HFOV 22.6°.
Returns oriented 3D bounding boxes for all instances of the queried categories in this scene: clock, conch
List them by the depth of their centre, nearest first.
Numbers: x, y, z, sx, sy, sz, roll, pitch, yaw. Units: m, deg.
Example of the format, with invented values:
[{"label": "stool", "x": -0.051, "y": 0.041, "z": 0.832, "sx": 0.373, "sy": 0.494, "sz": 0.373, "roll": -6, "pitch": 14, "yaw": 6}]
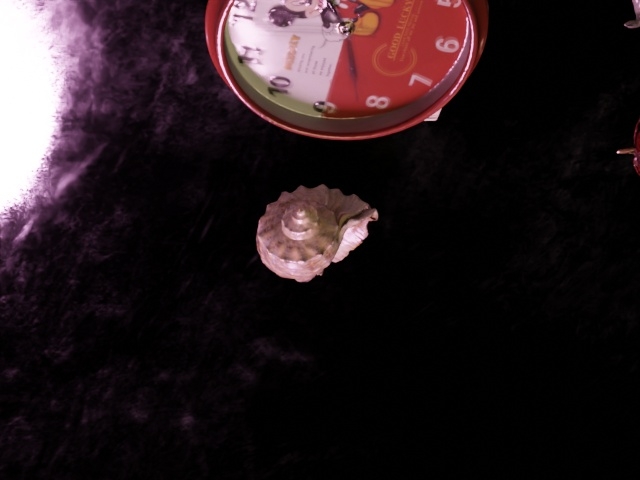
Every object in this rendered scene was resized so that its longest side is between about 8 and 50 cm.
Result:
[{"label": "clock", "x": 0.030, "y": -0.243, "z": 1.800, "sx": 0.319, "sy": 0.080, "sz": 0.318, "roll": 0, "pitch": 138, "yaw": 0}, {"label": "conch", "x": 0.000, "y": 0.000, "z": 2.036, "sx": 0.155, "sy": 0.130, "sz": 0.207, "roll": -7, "pitch": 154, "yaw": 6}]

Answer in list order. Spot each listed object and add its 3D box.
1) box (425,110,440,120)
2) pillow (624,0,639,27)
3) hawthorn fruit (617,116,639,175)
[{"label": "box", "x": 0.111, "y": -0.222, "z": 1.908, "sx": 0.109, "sy": 0.029, "sz": 0.198, "roll": -2, "pitch": 136, "yaw": -18}, {"label": "pillow", "x": 0.401, "y": -0.361, "z": 1.841, "sx": 0.169, "sy": 0.059, "sz": 0.255, "roll": -23, "pitch": 137, "yaw": 6}, {"label": "hawthorn fruit", "x": 0.470, "y": -0.126, "z": 2.074, "sx": 0.172, "sy": 0.148, "sz": 0.148, "roll": 0, "pitch": 139, "yaw": 6}]
